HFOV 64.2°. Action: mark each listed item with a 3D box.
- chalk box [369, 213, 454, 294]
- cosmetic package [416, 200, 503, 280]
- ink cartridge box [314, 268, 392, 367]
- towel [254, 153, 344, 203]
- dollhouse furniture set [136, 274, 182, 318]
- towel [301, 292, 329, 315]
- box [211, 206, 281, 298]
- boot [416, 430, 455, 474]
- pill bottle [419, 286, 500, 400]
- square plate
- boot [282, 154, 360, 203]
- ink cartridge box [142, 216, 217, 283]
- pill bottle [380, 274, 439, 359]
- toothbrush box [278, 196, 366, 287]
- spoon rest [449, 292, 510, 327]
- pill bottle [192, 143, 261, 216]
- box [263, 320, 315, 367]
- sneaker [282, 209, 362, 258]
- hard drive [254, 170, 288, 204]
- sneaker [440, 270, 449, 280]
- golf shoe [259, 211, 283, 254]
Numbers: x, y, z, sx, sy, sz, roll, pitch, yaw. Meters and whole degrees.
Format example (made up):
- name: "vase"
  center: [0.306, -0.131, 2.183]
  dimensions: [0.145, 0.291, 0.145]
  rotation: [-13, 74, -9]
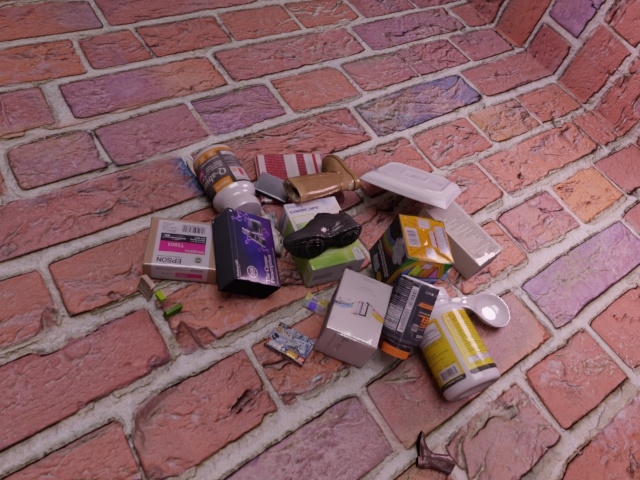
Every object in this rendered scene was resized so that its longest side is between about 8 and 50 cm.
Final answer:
- name: "chalk box"
  center: [0.287, 0.073, 1.730]
  dimensions: [0.179, 0.289, 0.180]
  rotation: [8, 54, -20]
- name: "cosmetic package"
  center: [0.529, -0.017, 1.974]
  dimensions: [0.160, 0.113, 0.309]
  rotation: [-27, 66, -31]
- name: "ink cartridge box"
  center: [0.105, 0.249, 1.621]
  dimensions: [0.168, 0.171, 0.232]
  rotation: [22, 53, 0]
- name: "towel"
  center: [-0.085, -0.242, 2.010]
  dimensions: [0.329, 0.037, 0.237]
  rotation: [-3, 58, -16]
- name: "dollhouse furniture set"
  center: [-0.495, 0.166, 1.574]
  dimensions: [0.152, 0.076, 0.058]
  rotation: [45, 43, 15]
- name: "towel"
  center: [-0.016, 0.213, 1.713]
  dimensions: [0.083, 0.009, 0.060]
  rotation: [27, 53, 4]
- name: "box"
  center: [-0.243, 0.042, 1.659]
  dimensions: [0.184, 0.103, 0.261]
  rotation: [14, 53, -39]
- name: "boot"
  center: [0.341, 0.624, 1.501]
  dimensions: [0.114, 0.037, 0.106]
  rotation: [12, 66, -4]
- name: "pill bottle"
  center: [0.415, 0.326, 1.644]
  dimensions: [0.188, 0.188, 0.334]
  rotation: [-10, 59, -23]
- name: "square plate"
  center: [0.363, -0.231, 1.989]
  dimensions: [0.344, 0.049, 0.347]
  rotation: [22, 24, 18]
- name: "boot"
  center: [-0.019, -0.235, 1.897]
  dimensions: [0.269, 0.089, 0.236]
  rotation: [-15, 37, -29]
- name: "ink cartridge box"
  center: [-0.448, 0.032, 1.671]
  dimensions: [0.235, 0.088, 0.193]
  rotation: [6, 53, -13]
- name: "pill bottle"
  center: [0.268, 0.240, 1.581]
  dimensions: [0.130, 0.130, 0.245]
  rotation: [20, 90, -1]
- name: "toothbrush box"
  center: [0.000, 0.000, 1.804]
  dimensions: [0.206, 0.122, 0.283]
  rotation: [-11, 57, -23]
- name: "spoon rest"
  center: [0.549, 0.243, 1.810]
  dimensions: [0.276, 0.084, 0.137]
  rotation: [4, 54, -12]
- name: "pill bottle"
  center: [-0.332, -0.197, 1.824]
  dimensions: [0.162, 0.162, 0.278]
  rotation: [-20, 62, -27]
- name: "box"
  center: [-0.096, 0.324, 1.598]
  dimensions: [0.137, 0.027, 0.094]
  rotation: [30, 51, 7]
- name: "sneaker"
  center: [-0.006, -0.027, 1.694]
  dimensions: [0.286, 0.109, 0.130]
  rotation: [-13, 49, -32]
- name: "hard drive"
  center: [-0.177, -0.198, 1.923]
  dimensions: [0.135, 0.022, 0.094]
  rotation: [24, 56, 2]
- name: "sneaker"
  center: [0.387, 0.111, 1.869]
  dimensions: [0.162, 0.073, 0.063]
  rotation: [15, 25, 20]
- name: "golf shoe"
  center: [-0.181, -0.017, 1.811]
  dimensions: [0.086, 0.069, 0.176]
  rotation: [-16, 56, -3]
